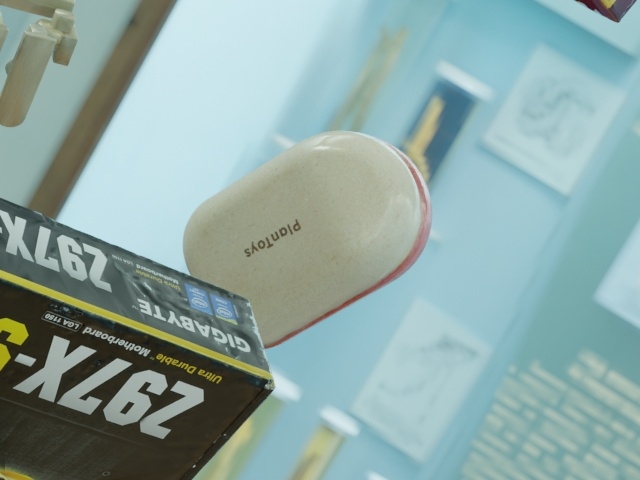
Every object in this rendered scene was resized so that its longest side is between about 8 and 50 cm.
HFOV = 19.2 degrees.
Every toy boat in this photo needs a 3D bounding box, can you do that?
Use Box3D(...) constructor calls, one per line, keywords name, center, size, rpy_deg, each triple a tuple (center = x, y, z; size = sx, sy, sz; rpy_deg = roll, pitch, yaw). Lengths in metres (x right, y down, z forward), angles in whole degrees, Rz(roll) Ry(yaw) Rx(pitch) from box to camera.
Box3D(name="toy boat", center=(0.000, 0.000, 1.721), size=(0.151, 0.231, 0.151), rpy_deg=(8, 56, -64))

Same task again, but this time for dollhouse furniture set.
Box3D(name="dollhouse furniture set", center=(-0.331, -0.194, 1.920), size=(0.144, 0.123, 0.151), rpy_deg=(13, 30, -25))

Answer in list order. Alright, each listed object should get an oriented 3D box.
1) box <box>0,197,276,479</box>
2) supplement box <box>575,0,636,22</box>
Box3D(name="box", center=(-0.227, 0.091, 1.063), size=(0.322, 0.257, 0.079), rpy_deg=(24, 29, -34))
Box3D(name="supplement box", center=(0.155, -0.165, 0.978), size=(0.043, 0.083, 0.055), rpy_deg=(38, -1, 45))
